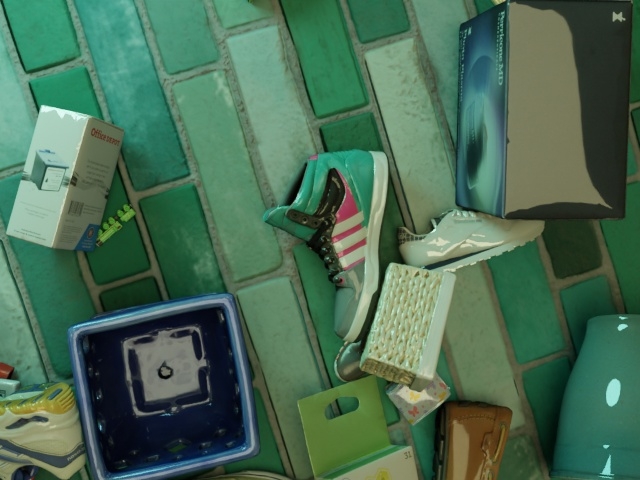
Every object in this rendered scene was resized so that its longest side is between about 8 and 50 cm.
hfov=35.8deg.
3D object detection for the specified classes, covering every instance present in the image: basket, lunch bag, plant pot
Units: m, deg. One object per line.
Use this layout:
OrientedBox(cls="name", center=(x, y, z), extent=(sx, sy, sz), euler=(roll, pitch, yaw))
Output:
OrientedBox(cls="basket", center=(0.128, 0.127, 1.471), extent=(0.103, 0.113, 0.167), euler=(15, 71, 1))
OrientedBox(cls="lunch bag", center=(0.155, 0.238, 1.568), extent=(0.083, 0.053, 0.071), euler=(-40, 95, 5))
OrientedBox(cls="plant pot", center=(0.498, 0.250, 1.524), extent=(0.271, 0.271, 0.255), euler=(9, 77, -8))
OrientedBox(cls="plant pot", center=(-0.223, 0.198, 1.431), extent=(0.236, 0.212, 0.236), euler=(-11, 95, -7))

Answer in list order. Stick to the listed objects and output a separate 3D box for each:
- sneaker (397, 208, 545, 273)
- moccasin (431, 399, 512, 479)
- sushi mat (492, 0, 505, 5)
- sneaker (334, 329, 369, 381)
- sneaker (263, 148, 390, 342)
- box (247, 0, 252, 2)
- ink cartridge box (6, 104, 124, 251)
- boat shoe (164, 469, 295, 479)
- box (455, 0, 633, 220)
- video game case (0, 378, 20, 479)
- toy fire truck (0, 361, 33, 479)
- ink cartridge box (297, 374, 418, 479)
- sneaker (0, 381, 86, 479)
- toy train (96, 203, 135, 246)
OrientedBox(cls="sneaker", center=(0.238, -0.012, 1.554), extent=(0.235, 0.090, 0.095), euler=(-19, 86, -8))
OrientedBox(cls="moccasin", center=(0.238, 0.444, 1.557), extent=(0.147, 0.139, 0.380), euler=(7, 83, 0))
OrientedBox(cls="sushi mat", center=(0.323, -0.435, 1.575), extent=(0.151, 0.019, 0.316), euler=(-42, 97, -5))
OrientedBox(cls="sneaker", center=(0.089, 0.164, 1.547), extent=(0.158, 0.065, 0.061), euler=(-39, 98, -5))
OrientedBox(cls="sneaker", center=(0.000, 0.000, 1.495), extent=(0.178, 0.124, 0.296), euler=(7, 84, -13))
OrientedBox(cls="box", center=(-0.142, -0.478, 1.486), extent=(0.087, 0.058, 0.232), euler=(-38, 98, -5))
OrientedBox(cls="ink cartridge box", center=(-0.362, -0.085, 1.427), extent=(0.082, 0.139, 0.191), euler=(14, 90, 11))
OrientedBox(cls="boat shoe", center=(-0.166, 0.414, 1.509), extent=(0.302, 0.094, 0.109), euler=(0, 93, -8))
OrientedBox(cls="box", center=(0.310, -0.186, 1.437), extent=(0.182, 0.294, 0.296), euler=(0, 95, -5))
OrientedBox(cls="video game case", center=(-0.533, 0.280, 1.453), extent=(0.190, 0.022, 0.173), euler=(6, 96, 10))
OrientedBox(cls="toy fire truck", center=(-0.469, 0.295, 1.483), extent=(0.135, 0.047, 0.192), euler=(26, 90, -8))
OrientedBox(cls="ink cartridge box", center=(0.065, 0.338, 1.513), extent=(0.171, 0.056, 0.235), euler=(-12, 92, -40))
OrientedBox(cls="sneaker", center=(-0.447, 0.274, 1.346), extent=(0.296, 0.112, 0.131), euler=(-7, 105, 31))
OrientedBox(cls="toy train", center=(-0.315, -0.023, 1.505), extent=(0.083, 0.017, 0.024), euler=(-42, 108, -4))
